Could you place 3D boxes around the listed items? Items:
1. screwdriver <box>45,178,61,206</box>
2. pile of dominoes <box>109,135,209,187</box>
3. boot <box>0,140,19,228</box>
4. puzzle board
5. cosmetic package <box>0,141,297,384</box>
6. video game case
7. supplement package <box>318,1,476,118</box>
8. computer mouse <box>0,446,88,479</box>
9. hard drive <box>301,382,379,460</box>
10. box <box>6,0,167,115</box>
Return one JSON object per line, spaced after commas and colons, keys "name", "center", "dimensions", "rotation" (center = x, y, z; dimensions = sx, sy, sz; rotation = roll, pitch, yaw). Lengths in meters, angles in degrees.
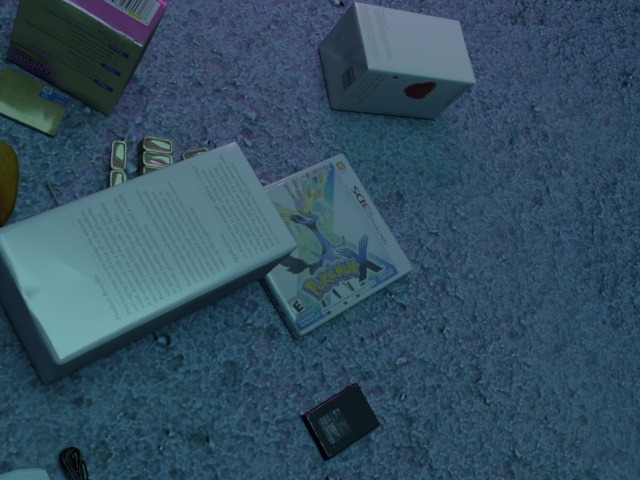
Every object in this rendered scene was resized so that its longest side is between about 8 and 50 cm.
{"name": "screwdriver", "center": [-0.448, -0.035, 1.399], "dimensions": [0.025, 0.024, 0.170], "rotation": [-34, 84, -7]}
{"name": "pile of dominoes", "center": [-0.305, -0.070, 1.500], "dimensions": [0.196, 0.040, 0.251], "rotation": [7, 74, -28]}
{"name": "boot", "center": [-0.531, -0.073, 1.251], "dimensions": [0.104, 0.211, 0.295], "rotation": [22, 59, -21]}
{"name": "puzzle board", "center": [-0.533, -0.253, 1.455], "dimensions": [0.128, 0.011, 0.096], "rotation": [24, 58, -19]}
{"name": "cosmetic package", "center": [-0.294, 0.028, 1.338], "dimensions": [0.453, 0.161, 0.230], "rotation": [-25, 81, -33]}
{"name": "video game case", "center": [0.000, 0.000, 1.626], "dimensions": [0.329, 0.036, 0.299], "rotation": [-27, 83, -35]}
{"name": "supplement package", "center": [0.174, -0.402, 1.818], "dimensions": [0.293, 0.177, 0.175], "rotation": [0, 68, -29]}
{"name": "computer mouse", "center": [-0.443, 0.380, 1.201], "dimensions": [0.193, 0.042, 0.106], "rotation": [-6, 72, -31]}
{"name": "hard drive", "center": [0.040, 0.341, 1.504], "dimensions": [0.135, 0.022, 0.094], "rotation": [-25, 82, -35]}
{"name": "box", "center": [-0.423, -0.375, 1.428], "dimensions": [0.214, 0.243, 0.117], "rotation": [29, 57, -15]}
